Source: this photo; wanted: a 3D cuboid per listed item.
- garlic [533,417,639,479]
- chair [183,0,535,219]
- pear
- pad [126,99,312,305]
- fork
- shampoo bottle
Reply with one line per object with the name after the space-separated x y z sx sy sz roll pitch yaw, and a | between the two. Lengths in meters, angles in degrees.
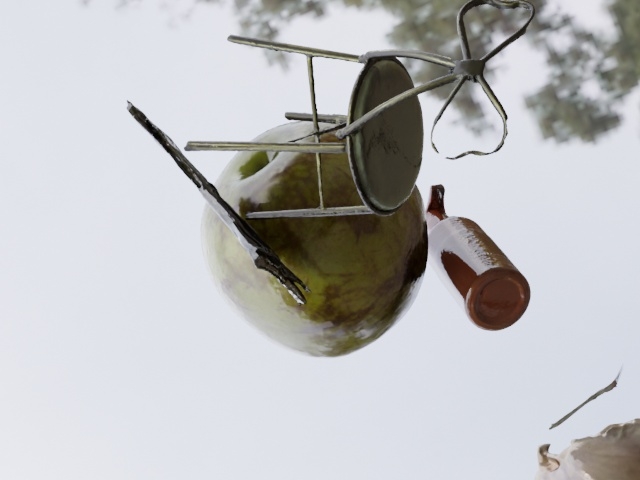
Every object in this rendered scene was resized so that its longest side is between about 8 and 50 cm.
0.392 0.332 2.055 0.110 0.227 0.217 -95 10 -66 | garlic
0.053 -0.102 1.428 0.170 0.325 0.160 52 -132 -47 | chair
0.000 0.000 1.812 0.283 0.283 0.284 27 -126 -44 | pear
-0.101 -0.037 1.616 0.233 0.022 0.174 48 180 25 | pad
0.292 0.173 1.723 0.115 0.012 0.016 -35 -40 -20 | fork
0.171 0.019 1.888 0.085 0.085 0.244 46 -173 -29 | shampoo bottle
